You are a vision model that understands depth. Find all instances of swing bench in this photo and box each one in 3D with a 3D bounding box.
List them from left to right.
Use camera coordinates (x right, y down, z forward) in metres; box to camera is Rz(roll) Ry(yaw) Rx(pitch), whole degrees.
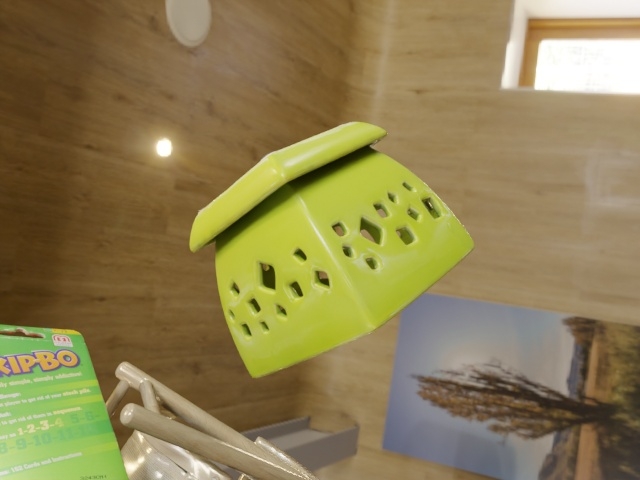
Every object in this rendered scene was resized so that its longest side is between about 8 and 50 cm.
[{"bbox_3d":[-0.146,0.298,0.625,0.255,0.165,0.253,35,-98,-17],"label":"swing bench"}]

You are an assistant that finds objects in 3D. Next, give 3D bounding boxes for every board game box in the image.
[{"bbox_3d":[-0.242,0.160,0.559,0.124,0.259,0.039,13,-64,-38],"label":"board game box"}]

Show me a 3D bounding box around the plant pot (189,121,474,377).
[{"bbox_3d":[0.000,0.000,0.768,0.227,0.228,0.207,-31,-91,-46],"label":"plant pot"}]
